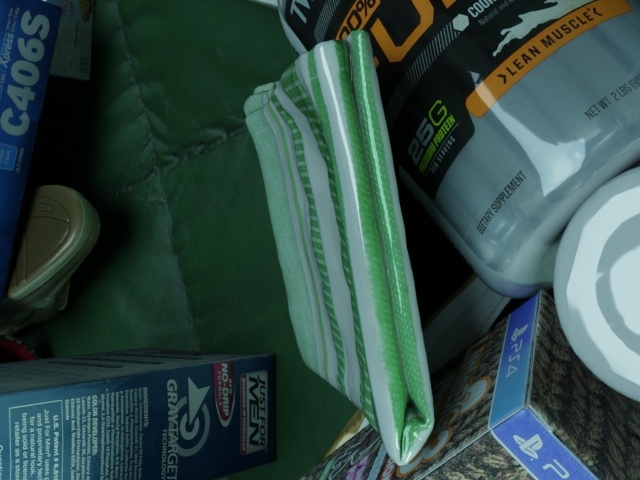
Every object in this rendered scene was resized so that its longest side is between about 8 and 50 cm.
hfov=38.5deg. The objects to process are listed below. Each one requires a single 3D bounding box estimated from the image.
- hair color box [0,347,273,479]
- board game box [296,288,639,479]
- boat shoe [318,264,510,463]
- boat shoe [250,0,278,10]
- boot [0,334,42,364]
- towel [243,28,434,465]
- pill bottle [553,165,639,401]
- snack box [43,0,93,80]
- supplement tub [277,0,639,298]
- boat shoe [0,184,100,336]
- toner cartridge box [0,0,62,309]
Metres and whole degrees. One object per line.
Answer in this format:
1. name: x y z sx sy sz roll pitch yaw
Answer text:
1. hair color box: -0.207 0.152 0.735 0.174 0.347 0.105 -2 88 35
2. board game box: 0.109 0.221 0.590 0.232 0.141 0.291 45 117 -5
3. boat shoe: 0.082 0.133 0.698 0.096 0.098 0.277 35 112 9
4. boat shoe: -0.120 -0.286 0.826 0.305 0.109 0.091 27 104 25
5. boot: -0.380 0.306 0.990 0.284 0.138 0.377 -30 68 31
6. towel: 0.000 0.000 0.633 0.325 0.038 0.248 -169 67 -78
7. pill bottle: 0.224 0.020 0.515 0.121 0.221 0.121 0 90 34
8. snack box: -0.263 -0.258 0.947 0.022 0.064 0.178 5 93 35
9. supplement tub: 0.100 -0.134 0.619 0.193 0.193 0.316 -48 65 25
10. boat shoe: -0.316 0.038 0.967 0.302 0.098 0.109 -33 58 32
11. toner cartridge box: -0.362 -0.071 0.910 0.165 0.075 0.348 10 88 44
